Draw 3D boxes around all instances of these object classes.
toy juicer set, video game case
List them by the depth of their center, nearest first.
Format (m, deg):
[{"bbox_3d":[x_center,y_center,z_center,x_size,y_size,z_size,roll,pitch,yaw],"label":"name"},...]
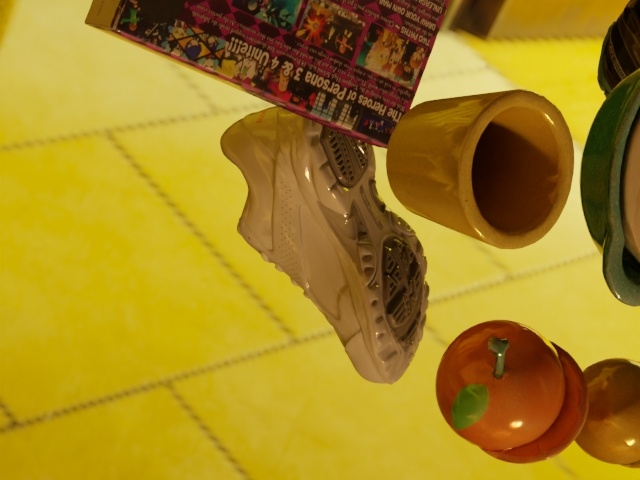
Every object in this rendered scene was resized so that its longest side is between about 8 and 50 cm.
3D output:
[{"bbox_3d":[0.183,0.004,0.880,0.329,0.209,0.089,-17,18,-37],"label":"toy juicer set"},{"bbox_3d":[-0.010,-0.189,1.117,0.232,0.210,0.042,20,-1,-39],"label":"video game case"}]

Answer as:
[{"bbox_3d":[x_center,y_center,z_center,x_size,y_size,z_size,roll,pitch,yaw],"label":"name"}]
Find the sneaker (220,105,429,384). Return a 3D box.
[{"bbox_3d":[0.000,0.000,1.314,0.115,0.232,0.090,-7,22,35],"label":"sneaker"}]

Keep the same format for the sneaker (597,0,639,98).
[{"bbox_3d":[0.245,-0.087,1.007,0.188,0.078,0.067,21,40,19],"label":"sneaker"}]
